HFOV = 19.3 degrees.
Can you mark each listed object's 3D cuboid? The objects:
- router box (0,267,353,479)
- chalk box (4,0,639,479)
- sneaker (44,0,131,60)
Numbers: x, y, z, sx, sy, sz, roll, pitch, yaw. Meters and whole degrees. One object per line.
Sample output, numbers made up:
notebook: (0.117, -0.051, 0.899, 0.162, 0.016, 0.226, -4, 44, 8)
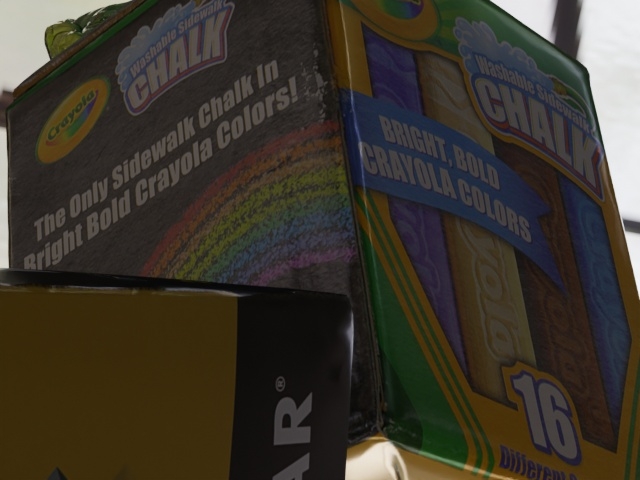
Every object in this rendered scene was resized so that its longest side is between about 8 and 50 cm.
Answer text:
router box: (-0.104, 0.155, 0.308, 0.081, 0.243, 0.309, 2, -91, 39)
chalk box: (0.000, 0.000, 0.539, 0.132, 0.132, 0.213, -30, -130, 33)
sneaker: (-0.127, -0.128, 1.373, 0.295, 0.123, 0.109, -131, -162, -66)
